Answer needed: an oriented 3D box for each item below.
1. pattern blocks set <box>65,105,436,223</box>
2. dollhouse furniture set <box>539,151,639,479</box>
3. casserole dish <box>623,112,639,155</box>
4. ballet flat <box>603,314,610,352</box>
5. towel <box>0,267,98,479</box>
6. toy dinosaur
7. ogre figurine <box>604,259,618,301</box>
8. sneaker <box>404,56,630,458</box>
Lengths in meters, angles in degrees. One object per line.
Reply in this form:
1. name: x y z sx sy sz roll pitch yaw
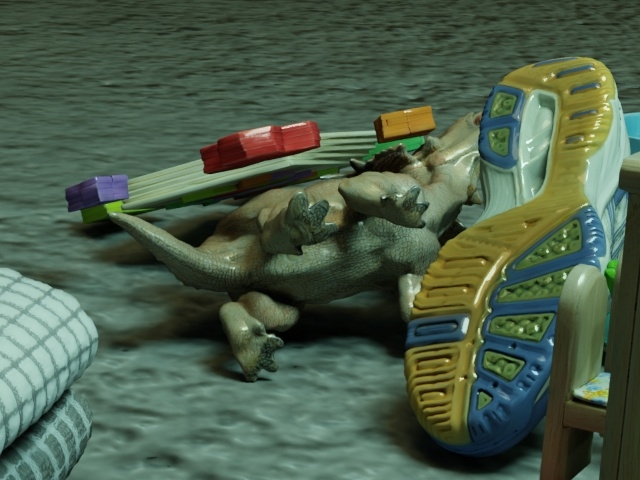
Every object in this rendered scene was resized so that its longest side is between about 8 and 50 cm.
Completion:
1. pattern blocks set: -0.049 -0.050 1.389 0.285 0.026 0.325 -15 -2 35
2. dollhouse furniture set: 0.195 0.039 0.737 0.212 0.161 0.242 10 14 24
3. casserole dish: 0.339 -0.082 1.746 0.188 0.037 0.114 15 20 34
4. ballet flat: 0.286 0.059 1.182 0.248 0.086 0.086 14 19 35
5. towel: -0.269 0.088 0.888 0.283 0.121 0.235 8 18 11
6. toy dinosaur: 0.000 0.000 1.241 0.295 0.127 0.200 -6 18 -16
7. ogre figurine: 0.255 0.072 1.041 0.197 0.118 0.097 -1 21 -9
8. sneaker: 0.140 0.027 1.136 0.112 0.131 0.296 -1 45 29
